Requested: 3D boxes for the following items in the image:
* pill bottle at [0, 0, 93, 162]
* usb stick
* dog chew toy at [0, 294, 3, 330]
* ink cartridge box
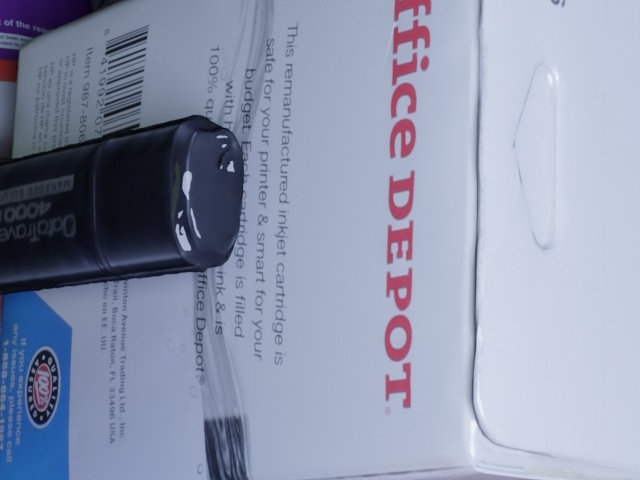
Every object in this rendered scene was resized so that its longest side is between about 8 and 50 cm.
[{"bbox_3d":[-0.255,-0.180,1.286,0.181,0.181,0.323,-30,58,40],"label":"pill bottle"},{"bbox_3d":[-0.135,-0.013,0.952,0.278,0.045,0.077,-8,82,50],"label":"usb stick"},{"bbox_3d":[-0.278,0.055,1.124,0.206,0.331,0.207,-7,81,48],"label":"dog chew toy"},{"bbox_3d":[0.000,0.000,0.956,0.395,0.166,0.286,-12,71,48],"label":"ink cartridge box"}]
